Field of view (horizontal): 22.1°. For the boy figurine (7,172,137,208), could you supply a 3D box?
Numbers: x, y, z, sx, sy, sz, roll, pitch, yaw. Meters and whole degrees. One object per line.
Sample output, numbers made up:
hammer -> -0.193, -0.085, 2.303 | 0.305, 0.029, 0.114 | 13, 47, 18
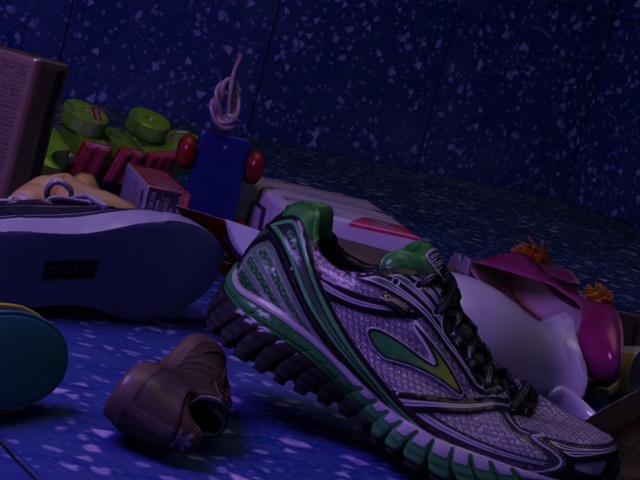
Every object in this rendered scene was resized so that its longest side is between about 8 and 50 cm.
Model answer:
boy figurine -> -0.246, -0.015, 1.696 | 0.177, 0.092, 0.285 | 18, 4, -24

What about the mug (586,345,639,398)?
mug -> 0.318, 0.139, 1.775 | 0.064, 0.062, 0.078 | 11, -3, 41

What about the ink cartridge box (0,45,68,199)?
ink cartridge box -> -0.432, -0.144, 1.906 | 0.234, 0.193, 0.088 | 17, 6, 15

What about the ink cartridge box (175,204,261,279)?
ink cartridge box -> -0.055, 0.040, 1.599 | 0.179, 0.045, 0.145 | 15, -26, 30

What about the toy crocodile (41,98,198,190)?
toy crocodile -> -0.290, -0.119, 2.312 | 0.105, 0.115, 0.340 | 42, 23, 30

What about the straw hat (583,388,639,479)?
straw hat -> 0.244, 0.173, 1.344 | 0.061, 0.144, 0.144 | 60, 24, 15

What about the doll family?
doll family -> 0.256, 0.065, 1.953 | 0.163, 0.118, 0.263 | 8, 12, -27

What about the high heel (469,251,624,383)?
high heel -> 0.242, 0.079, 1.759 | 0.117, 0.082, 0.244 | 8, 27, -14

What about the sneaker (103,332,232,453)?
sneaker -> -0.096, 0.119, 1.191 | 0.071, 0.066, 0.188 | 36, 14, 9

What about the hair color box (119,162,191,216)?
hair color box -> -0.197, -0.028, 1.887 | 0.053, 0.093, 0.167 | 12, 9, -16

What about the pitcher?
pitcher -> 0.151, 0.114, 1.468 | 0.207, 0.125, 0.178 | 15, 28, -30

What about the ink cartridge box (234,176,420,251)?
ink cartridge box -> 0.000, 0.000, 2.021 | 0.172, 0.100, 0.237 | 12, 9, -17

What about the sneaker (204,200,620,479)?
sneaker -> 0.080, 0.088, 1.264 | 0.343, 0.146, 0.134 | 31, 9, 12

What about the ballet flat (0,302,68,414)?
ballet flat -> -0.253, 0.083, 1.076 | 0.077, 0.077, 0.231 | 0, 4, 21

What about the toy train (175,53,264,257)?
toy train -> -0.130, -0.106, 2.016 | 0.105, 0.248, 0.143 | 13, 3, -13

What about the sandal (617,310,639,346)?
sandal -> 0.403, 0.138, 1.860 | 0.240, 0.088, 0.079 | 17, -12, 4

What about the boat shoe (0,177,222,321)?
boat shoe -> -0.229, 0.008, 1.493 | 0.306, 0.113, 0.105 | -5, 33, -41

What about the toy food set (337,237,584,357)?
toy food set -> 0.108, 0.087, 1.720 | 0.219, 0.092, 0.306 | 15, 11, -37
